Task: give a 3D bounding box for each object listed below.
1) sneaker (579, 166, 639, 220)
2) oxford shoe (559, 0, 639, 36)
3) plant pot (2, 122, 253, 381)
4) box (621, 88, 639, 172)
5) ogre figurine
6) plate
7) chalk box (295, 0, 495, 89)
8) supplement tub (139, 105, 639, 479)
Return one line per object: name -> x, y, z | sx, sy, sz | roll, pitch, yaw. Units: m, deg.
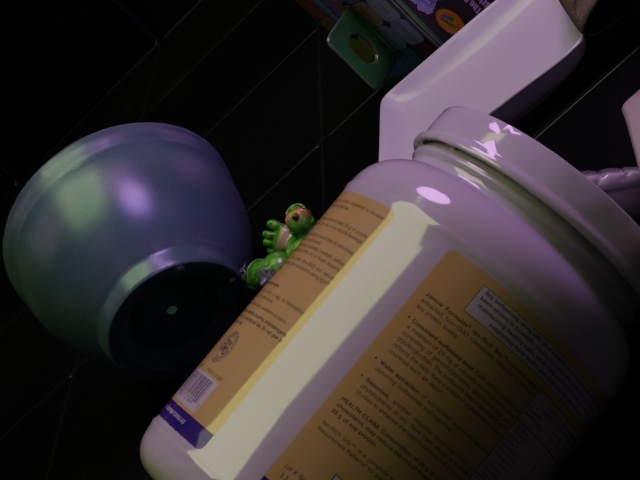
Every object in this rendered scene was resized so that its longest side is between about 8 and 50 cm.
sneaker -> 0.155, 0.028, 1.258 | 0.281, 0.115, 0.105 | -27, 0, 9
oxford shoe -> 0.377, -0.306, 1.453 | 0.348, 0.123, 0.130 | -29, 62, 30
plant pot -> -0.198, 0.039, 1.785 | 0.293, 0.293, 0.196 | -45, 45, 9
box -> 0.292, -0.041, 1.073 | 0.113, 0.094, 0.275 | -39, 20, 24
ogre figurine -> 0.000, 0.000, 1.659 | 0.197, 0.097, 0.118 | -12, 10, 4
plate -> 0.176, -0.170, 1.670 | 0.278, 0.045, 0.277 | -39, 21, 22
chalk box -> 0.106, -0.314, 1.914 | 0.289, 0.180, 0.179 | -53, 19, -20
supplement tub -> 0.062, 0.096, 1.079 | 0.331, 0.241, 0.241 | -50, 18, -7
